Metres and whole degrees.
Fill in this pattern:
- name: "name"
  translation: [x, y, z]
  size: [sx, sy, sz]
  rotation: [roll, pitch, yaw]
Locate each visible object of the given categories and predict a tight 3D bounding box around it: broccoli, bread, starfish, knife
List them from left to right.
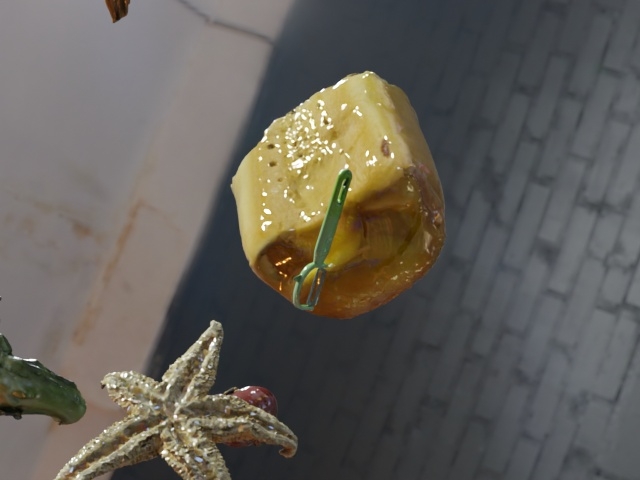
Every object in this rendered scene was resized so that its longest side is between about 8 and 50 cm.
- name: "broccoli"
  translation: [-0.379, 0.157, 1.634]
  size: [0.145, 0.165, 0.304]
  rotation: [-36, -33, 5]
- name: "starfish"
  translation: [-0.140, 0.200, 1.360]
  size: [0.295, 0.231, 0.048]
  rotation: [-41, -24, -43]
- name: "knife"
  translation: [0.000, 0.000, 1.871]
  size: [0.054, 0.015, 0.212]
  rotation: [3, -68, -41]
- name: "bread"
  translation: [0.047, -0.046, 2.324]
  size: [0.361, 0.394, 0.250]
  rotation: [-34, -52, 14]

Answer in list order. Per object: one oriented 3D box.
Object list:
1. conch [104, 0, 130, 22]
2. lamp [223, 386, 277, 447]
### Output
- name: "conch"
  translation: [-0.294, -0.449, 1.780]
  size: [0.109, 0.093, 0.330]
  rotation: [-26, -52, -29]
- name: "lamp"
  translation: [-0.107, 0.254, 1.958]
  size: [0.101, 0.090, 0.101]
  rotation: [-34, -17, -12]
